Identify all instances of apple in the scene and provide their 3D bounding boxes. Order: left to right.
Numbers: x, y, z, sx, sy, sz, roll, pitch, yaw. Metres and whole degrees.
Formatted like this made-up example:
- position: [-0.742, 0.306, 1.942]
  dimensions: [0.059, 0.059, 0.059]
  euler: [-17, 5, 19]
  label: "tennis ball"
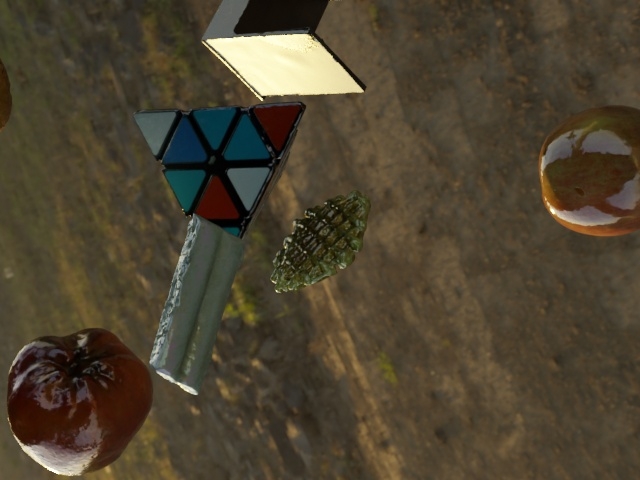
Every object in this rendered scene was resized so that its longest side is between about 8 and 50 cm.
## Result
- position: [0.404, -0.099, 1.394]
  dimensions: [0.174, 0.188, 0.188]
  euler: [-6, 109, 21]
  label: "apple"

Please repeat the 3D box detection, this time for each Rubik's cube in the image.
- position: [-0.164, -0.155, 1.444]
  dimensions: [0.234, 0.284, 0.250]
  euler: [28, 137, -1]
  label: "Rubik's cube"

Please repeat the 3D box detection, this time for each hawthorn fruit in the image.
- position: [-0.384, 0.266, 1.532]
  dimensions: [0.224, 0.224, 0.261]
  euler: [51, 139, 32]
  label: "hawthorn fruit"

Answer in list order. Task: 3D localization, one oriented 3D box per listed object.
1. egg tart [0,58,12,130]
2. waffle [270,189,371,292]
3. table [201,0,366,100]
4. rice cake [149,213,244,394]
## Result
- position: [-0.521, -0.194, 1.301]
  dimensions: [0.215, 0.171, 0.215]
  euler: [16, 119, 31]
  label: "egg tart"
- position: [0.000, 0.000, 1.458]
  dimensions: [0.169, 0.183, 0.036]
  euler: [-23, 121, 30]
  label: "waffle"
- position: [-0.024, -0.420, 1.832]
  dimensions: [0.282, 0.250, 0.196]
  euler: [6, 154, 42]
  label: "table"
- position: [-0.163, 0.083, 1.289]
  dimensions: [0.040, 0.085, 0.226]
  euler: [-5, 64, 48]
  label: "rice cake"
